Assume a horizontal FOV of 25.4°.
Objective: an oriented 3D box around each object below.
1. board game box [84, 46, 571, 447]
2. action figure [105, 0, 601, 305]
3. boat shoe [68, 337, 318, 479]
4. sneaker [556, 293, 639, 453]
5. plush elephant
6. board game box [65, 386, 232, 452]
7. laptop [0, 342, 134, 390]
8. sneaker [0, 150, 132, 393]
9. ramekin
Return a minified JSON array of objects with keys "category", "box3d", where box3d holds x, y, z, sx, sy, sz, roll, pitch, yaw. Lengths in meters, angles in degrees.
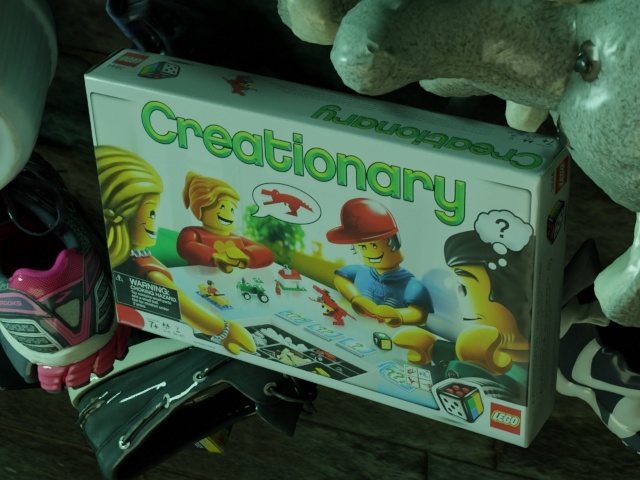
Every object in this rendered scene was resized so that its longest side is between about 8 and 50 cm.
[{"category":"board game box","box3d":[0.000,0.000,0.884,0.305,0.053,0.193,14,126,25]},{"category":"action figure","box3d":[-0.019,-0.029,0.979,0.330,0.178,0.341,-12,143,32]},{"category":"boat shoe","box3d":[-0.058,0.121,1.220,0.340,0.113,0.127,-19,155,11]},{"category":"sneaker","box3d":[0.283,0.107,1.126,0.235,0.094,0.153,34,160,-10]},{"category":"plush elephant","box3d":[0.111,-0.114,0.591,0.330,0.255,0.272,11,137,2]},{"category":"board game box","box3d":[-0.200,0.183,1.637,0.141,0.048,0.170,1,149,28]},{"category":"laptop","box3d":[-0.238,0.072,1.402,0.234,0.137,0.264,-9,-176,43]},{"category":"sneaker","box3d":[-0.236,-0.020,1.096,0.299,0.121,0.112,45,156,39]},{"category":"ramekin","box3d":[-0.289,-0.108,0.989,0.207,0.109,0.207,-3,146,-2]}]
